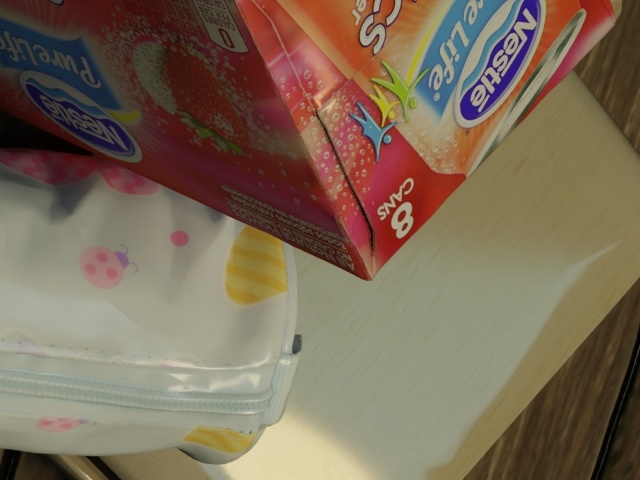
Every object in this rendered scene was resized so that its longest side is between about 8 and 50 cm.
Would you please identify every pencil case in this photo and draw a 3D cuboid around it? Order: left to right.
[{"bbox_3d":[-0.143,0.018,0.610,0.273,0.124,0.113,5,100,-30],"label":"pencil case"}]

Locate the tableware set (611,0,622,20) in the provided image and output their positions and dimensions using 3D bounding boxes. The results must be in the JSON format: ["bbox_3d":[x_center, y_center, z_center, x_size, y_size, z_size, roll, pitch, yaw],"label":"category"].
[{"bbox_3d":[0.062,-0.117,0.731,0.141,0.020,0.169,-45,130,7],"label":"tableware set"}]

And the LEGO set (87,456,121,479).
[{"bbox_3d":[0.019,0.099,0.895,0.287,0.107,0.132,-37,133,-29],"label":"LEGO set"}]

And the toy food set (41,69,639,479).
[{"bbox_3d":[0.000,0.000,0.805,0.306,0.092,0.219,-47,110,-16],"label":"toy food set"}]

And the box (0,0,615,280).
[{"bbox_3d":[-0.049,-0.105,0.595,0.128,0.257,0.122,-46,135,-22],"label":"box"}]
